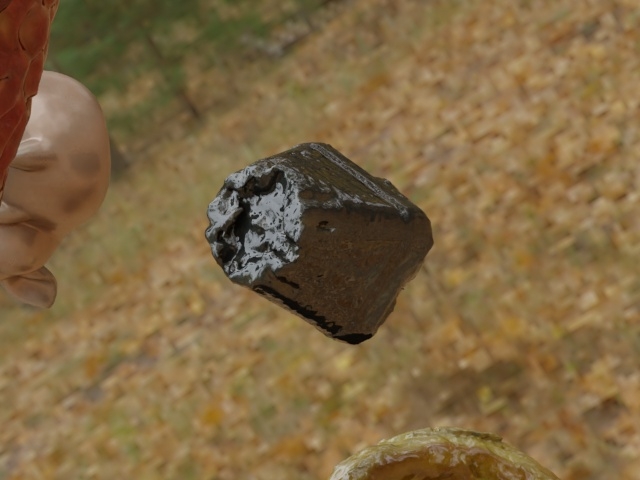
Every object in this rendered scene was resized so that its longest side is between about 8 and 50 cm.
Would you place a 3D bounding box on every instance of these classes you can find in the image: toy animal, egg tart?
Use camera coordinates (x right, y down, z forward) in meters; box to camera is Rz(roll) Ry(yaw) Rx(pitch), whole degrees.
[{"bbox_3d":[-0.282,-0.056,1.748,0.154,0.166,0.250,-6,-27,-38],"label":"toy animal"},{"bbox_3d":[0.131,0.351,1.906,0.341,0.341,0.129,-39,-11,-37],"label":"egg tart"}]

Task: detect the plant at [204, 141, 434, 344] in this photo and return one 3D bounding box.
[{"bbox_3d":[0.000,0.000,1.649,0.256,0.164,0.141,8,-65,-59],"label":"plant"}]

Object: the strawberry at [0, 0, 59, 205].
[{"bbox_3d":[-0.189,-0.071,0.761,0.244,0.205,0.205,-50,11,-1],"label":"strawberry"}]
